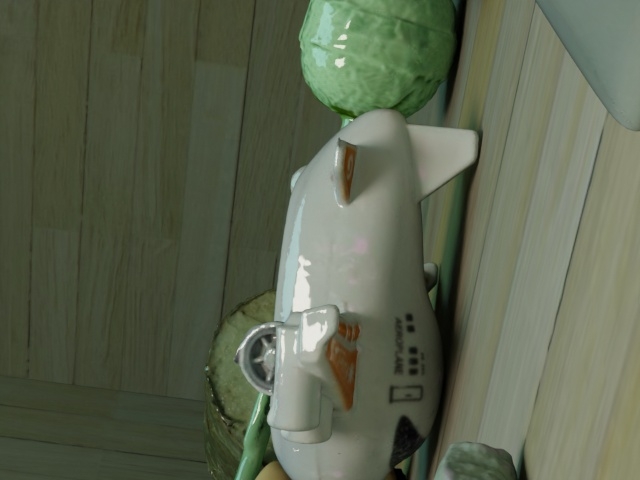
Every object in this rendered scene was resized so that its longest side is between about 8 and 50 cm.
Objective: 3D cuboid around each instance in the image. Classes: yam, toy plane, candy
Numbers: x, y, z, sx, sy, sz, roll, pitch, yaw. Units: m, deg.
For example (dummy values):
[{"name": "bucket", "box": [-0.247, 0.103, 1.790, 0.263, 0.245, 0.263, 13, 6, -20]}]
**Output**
[{"name": "yam", "box": [-0.026, 0.154, 1.342, 0.304, 0.168, 0.168, 100, 177, -71]}, {"name": "toy plane", "box": [0.028, 0.041, 0.940, 0.245, 0.117, 0.244, 7, -90, -74]}, {"name": "candy", "box": [0.000, 0.000, 1.144, 0.119, 0.119, 0.440, -94, 20, -83]}]

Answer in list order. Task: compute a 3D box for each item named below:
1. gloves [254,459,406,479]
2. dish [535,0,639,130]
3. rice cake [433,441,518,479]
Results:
[{"name": "gloves", "box": [-0.026, 0.265, 1.092, 0.197, 0.152, 0.301, 47, 124, 53]}, {"name": "dish", "box": [0.083, -0.180, 0.494, 0.182, 0.080, 0.243, 99, 177, -46]}, {"name": "rice cake", "box": [0.049, 0.197, 0.634, 0.080, 0.042, 0.221, -83, 1, -72]}]
